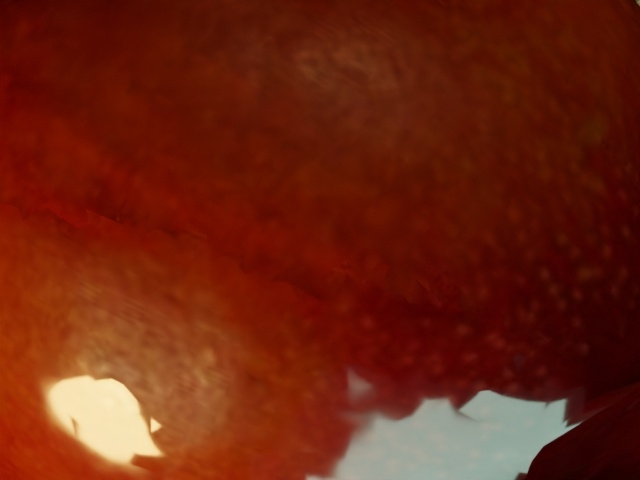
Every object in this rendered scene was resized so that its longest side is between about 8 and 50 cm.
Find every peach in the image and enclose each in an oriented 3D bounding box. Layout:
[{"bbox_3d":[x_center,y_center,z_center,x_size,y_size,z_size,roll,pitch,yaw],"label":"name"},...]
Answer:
[{"bbox_3d":[0.000,0.000,0.500,0.388,0.388,0.388,-19,164,-6],"label":"peach"}]
